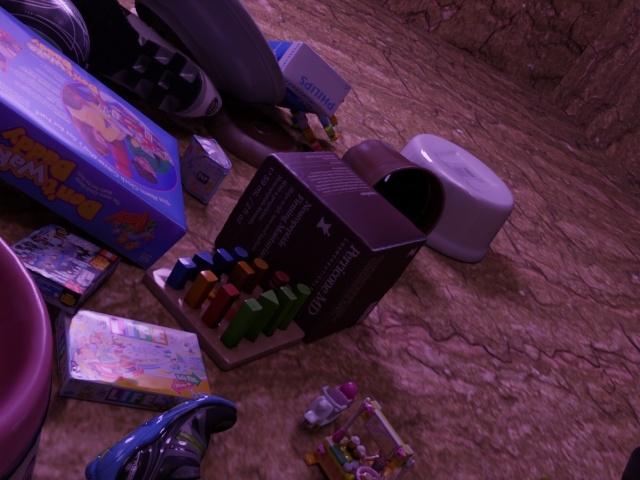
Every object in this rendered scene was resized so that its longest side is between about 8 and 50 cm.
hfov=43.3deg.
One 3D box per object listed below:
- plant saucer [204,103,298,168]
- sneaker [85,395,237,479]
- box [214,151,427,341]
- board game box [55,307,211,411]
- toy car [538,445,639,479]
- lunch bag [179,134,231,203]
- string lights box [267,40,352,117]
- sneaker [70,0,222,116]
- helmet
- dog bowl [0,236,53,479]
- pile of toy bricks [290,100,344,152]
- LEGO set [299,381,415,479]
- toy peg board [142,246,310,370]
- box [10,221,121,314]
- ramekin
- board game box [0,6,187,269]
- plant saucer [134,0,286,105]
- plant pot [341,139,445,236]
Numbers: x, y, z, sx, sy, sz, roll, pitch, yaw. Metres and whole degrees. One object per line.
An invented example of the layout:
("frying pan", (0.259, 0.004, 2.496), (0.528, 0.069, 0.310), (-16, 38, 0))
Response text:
("plant saucer", (-0.118, -0.195, 1.485), (0.199, 0.036, 0.198), (28, 25, -15))
("sneaker", (-0.139, 0.200, 0.750), (0.078, 0.067, 0.188), (60, 27, 4))
("box", (0.000, 0.000, 1.126), (0.203, 0.168, 0.167), (44, 26, 21))
("board game box", (-0.194, 0.126, 0.838), (0.154, 0.026, 0.103), (17, 30, -32))
("toy car", (0.357, 0.327, 0.957), (0.155, 0.188, 0.149), (36, 25, 4))
("lunch bag", (-0.176, -0.107, 1.217), (0.053, 0.071, 0.083), (7, 37, -46))
("string lights box", (-0.061, -0.318, 1.571), (0.133, 0.076, 0.260), (38, -5, -29))
("sneaker", (-0.306, -0.308, 1.391), (0.330, 0.122, 0.146), (41, 8, 15))
("helmet", (-0.413, -0.288, 1.131), (0.169, 0.162, 0.169), (-23, 90, -83))
("dog bowl", (-0.376, 0.081, 0.557), (0.408, 0.150, 0.408), (28, 26, -15))
("pile of toy bricks", (0.007, -0.248, 1.671), (0.105, 0.118, 0.212), (60, 5, -24))
("LEGO set", (0.101, 0.260, 0.863), (0.287, 0.107, 0.132), (40, 26, 13))
("toy peg board", (-0.102, 0.061, 1.002), (0.160, 0.079, 0.161), (44, 27, 20))
("box", (-0.281, 0.026, 0.873), (0.094, 0.027, 0.137), (27, 15, -5))
("ramekin", (0.259, -0.096, 1.646), (0.277, 0.135, 0.277), (27, 26, -14))
("board game box", (-0.325, -0.142, 0.986), (0.347, 0.078, 0.233), (38, 20, -32))
("plant saucer", (-0.232, -0.381, 1.469), (0.400, 0.100, 0.400), (45, -11, 11))
("plant pot", (0.116, -0.094, 1.457), (0.167, 0.167, 0.165), (18, 22, -30))
